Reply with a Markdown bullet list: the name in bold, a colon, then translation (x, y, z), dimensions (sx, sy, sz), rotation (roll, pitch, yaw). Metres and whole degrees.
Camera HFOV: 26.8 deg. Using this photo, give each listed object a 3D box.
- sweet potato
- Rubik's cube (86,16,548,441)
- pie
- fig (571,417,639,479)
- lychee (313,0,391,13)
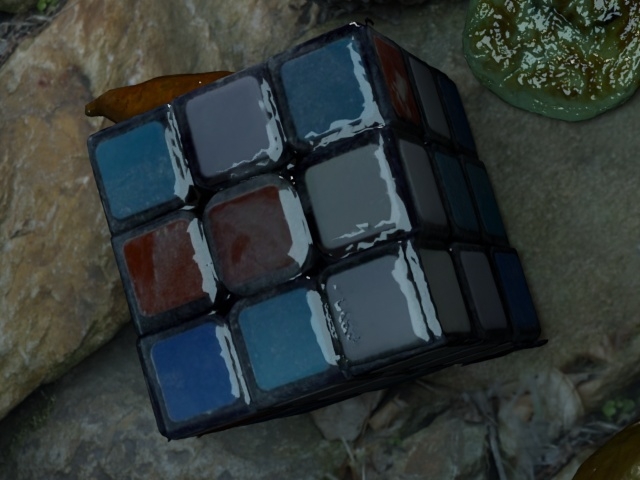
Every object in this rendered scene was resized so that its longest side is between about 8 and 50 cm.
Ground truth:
- **sweet potato**: translation (-0.146, -0.162, 1.708), dimensions (0.359, 0.112, 0.112), rotation (2, 88, 21)
- **Rubik's cube**: translation (0.000, 0.000, 1.502), dimensions (0.363, 0.362, 0.359), rotation (-19, 82, 24)
- **pie**: translation (0.282, -0.248, 1.549), dimensions (0.240, 0.054, 0.241), rotation (-1, 86, 22)
- **fig**: translation (0.385, 0.244, 1.430), dimensions (0.190, 0.191, 0.290), rotation (35, 74, 22)
- **lychee**: translation (0.036, -0.408, 1.546), dimensions (0.300, 0.300, 0.300), rotation (-1, 87, 24)
